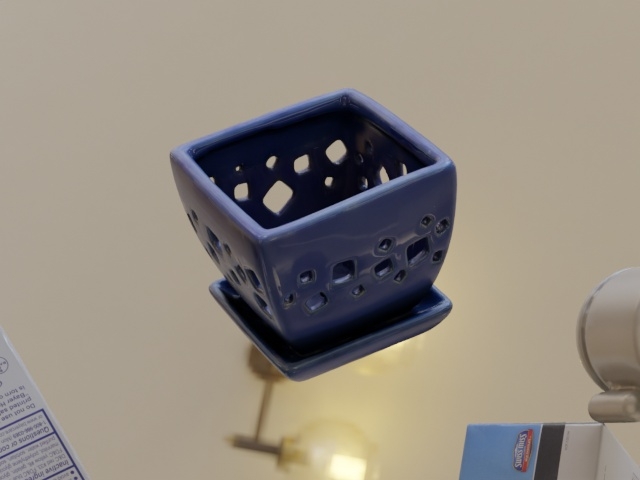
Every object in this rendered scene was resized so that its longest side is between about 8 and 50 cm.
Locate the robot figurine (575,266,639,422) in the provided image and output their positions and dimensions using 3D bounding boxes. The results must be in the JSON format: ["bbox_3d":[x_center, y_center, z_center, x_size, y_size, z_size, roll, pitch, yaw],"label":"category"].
[{"bbox_3d":[0.483,0.133,2.325,0.300,0.200,0.353,-49,-171,-12],"label":"robot figurine"}]

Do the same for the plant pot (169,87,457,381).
[{"bbox_3d":[0.000,0.000,1.754,0.236,0.236,0.212,41,-34,52],"label":"plant pot"}]

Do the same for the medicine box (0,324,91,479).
[{"bbox_3d":[-0.381,0.265,1.909,0.289,0.149,0.263,56,-23,24],"label":"medicine box"}]

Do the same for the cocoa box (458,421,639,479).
[{"bbox_3d":[0.335,0.473,2.504,0.231,0.228,0.347,47,48,-49],"label":"cocoa box"}]
